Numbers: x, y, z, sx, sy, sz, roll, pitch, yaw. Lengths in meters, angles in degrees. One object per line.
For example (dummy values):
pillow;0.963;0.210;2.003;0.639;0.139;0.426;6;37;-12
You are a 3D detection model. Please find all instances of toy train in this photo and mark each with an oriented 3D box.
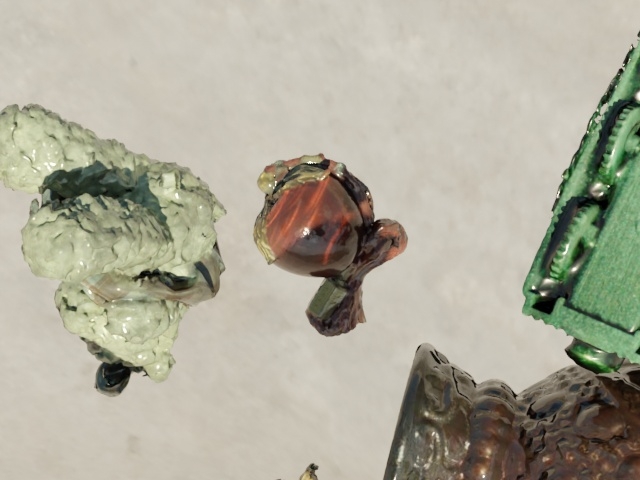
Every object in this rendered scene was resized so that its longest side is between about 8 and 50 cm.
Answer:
toy train;0.285;-0.041;1.075;0.138;0.178;0.330;24;84;26

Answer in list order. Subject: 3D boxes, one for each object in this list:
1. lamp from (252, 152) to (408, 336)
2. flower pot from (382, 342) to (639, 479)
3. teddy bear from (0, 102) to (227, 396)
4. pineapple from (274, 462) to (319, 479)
lamp;-0.006;0.001;1.834;0.223;0.151;0.215;39;110;12
flower pot;0.189;0.211;1.165;0.267;0.266;0.267;15;77;5
teddy bear;-0.105;0.004;0.763;0.111;0.213;0.133;-21;59;-6
pineapple;-0.019;0.189;0.757;0.176;0.161;0.137;29;105;48
